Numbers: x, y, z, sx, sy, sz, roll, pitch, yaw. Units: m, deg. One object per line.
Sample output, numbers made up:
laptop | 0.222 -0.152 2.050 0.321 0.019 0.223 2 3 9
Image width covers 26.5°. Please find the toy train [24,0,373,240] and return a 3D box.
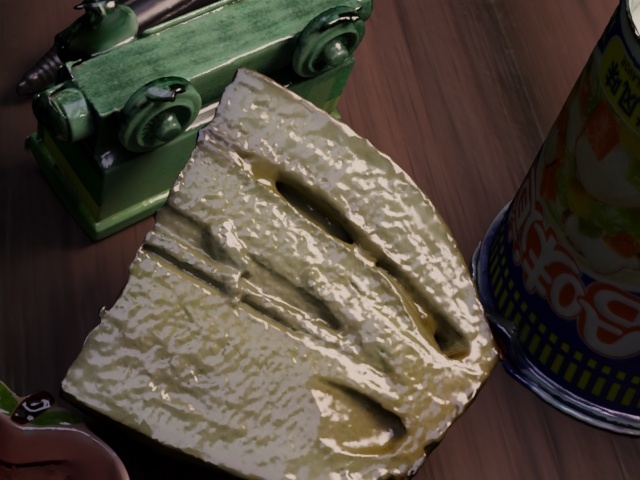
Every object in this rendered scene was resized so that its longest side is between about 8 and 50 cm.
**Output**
toy train | -0.097 -0.128 1.109 0.301 0.202 0.120 -28 72 -27

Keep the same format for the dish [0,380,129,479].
dish | -0.231 0.194 0.891 0.213 0.090 0.213 3 52 -4

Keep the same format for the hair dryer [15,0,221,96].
hair dryer | -0.148 -0.236 1.265 0.352 0.107 0.189 -34 60 -25

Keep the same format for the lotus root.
lotus root | -0.012 0.058 0.980 0.260 0.149 0.267 28 73 -5

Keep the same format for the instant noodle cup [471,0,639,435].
instant noodle cup | 0.280 -0.049 1.033 0.284 0.312 0.284 4 50 -5
